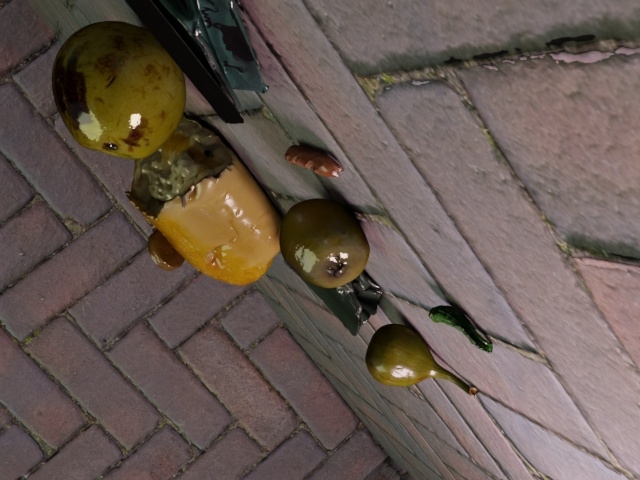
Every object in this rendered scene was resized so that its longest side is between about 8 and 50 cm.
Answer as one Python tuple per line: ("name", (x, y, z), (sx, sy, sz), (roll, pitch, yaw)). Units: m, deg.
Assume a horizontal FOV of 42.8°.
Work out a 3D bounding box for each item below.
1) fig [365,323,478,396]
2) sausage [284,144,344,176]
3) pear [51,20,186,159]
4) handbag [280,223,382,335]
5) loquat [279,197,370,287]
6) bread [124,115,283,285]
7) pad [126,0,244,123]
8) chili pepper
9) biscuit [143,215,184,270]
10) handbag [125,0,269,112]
("fig", (0.201, 0.243, 1.588), (0.236, 0.124, 0.124), (18, 156, 24))
("sausage", (-0.014, -0.128, 1.300), (0.158, 0.042, 0.036), (28, 118, 59))
("pear", (-0.409, -0.301, 1.653), (0.283, 0.283, 0.283), (47, 169, 12))
("handbag", (0.019, 0.070, 1.730), (0.247, 0.079, 0.260), (47, 168, 14))
("loquat", (0.000, 0.000, 1.405), (0.152, 0.152, 0.195), (58, 174, -38))
("bread", (-0.271, -0.063, 1.981), (0.361, 0.250, 0.394), (38, 165, 51))
("pad", (-0.204, -0.270, 1.153), (0.267, 0.004, 0.181), (51, 171, -16))
("chili pepper", (0.216, 0.129, 1.258), (0.118, 0.035, 0.055), (31, 174, 32))
("biscuit", (-0.387, -0.041, 2.140), (0.197, 0.049, 0.302), (38, -144, -29))
("handbag", (-0.194, -0.336, 1.170), (0.274, 0.100, 0.269), (46, 172, 23))
